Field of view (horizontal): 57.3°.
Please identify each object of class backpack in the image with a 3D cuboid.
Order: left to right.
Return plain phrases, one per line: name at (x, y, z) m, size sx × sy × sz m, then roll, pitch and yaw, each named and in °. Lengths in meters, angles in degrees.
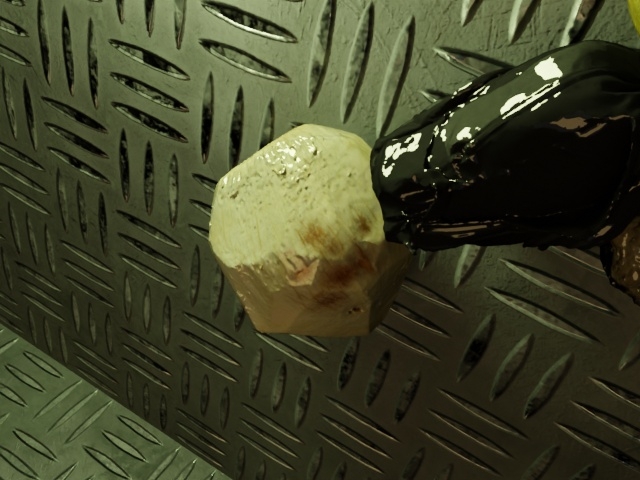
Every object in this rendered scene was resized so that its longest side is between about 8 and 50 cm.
backpack at (0.296, -0.104, 0.813) m, size 0.445 × 0.363 × 0.255 m, roll -31°, pitch 63°, yaw 58°

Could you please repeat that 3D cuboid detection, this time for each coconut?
coconut at (0.000, 0.000, 1.106) m, size 0.415 × 0.344 × 0.415 m, roll 16°, pitch 124°, yaw 26°

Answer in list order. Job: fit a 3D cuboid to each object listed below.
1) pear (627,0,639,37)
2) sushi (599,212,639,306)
pear at (0.491, -0.304, 0.625) m, size 0.303 × 0.304 × 0.304 m, roll 17°, pitch 127°, yaw 24°
sushi at (0.591, 0.025, 0.852) m, size 0.350 × 0.171 × 0.211 m, roll 14°, pitch 124°, yaw 24°
